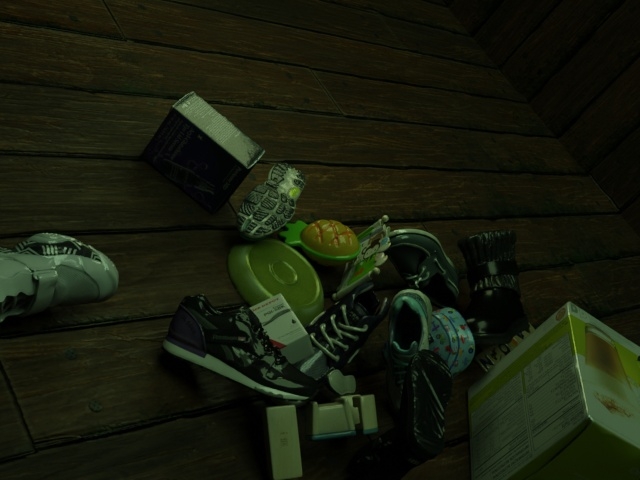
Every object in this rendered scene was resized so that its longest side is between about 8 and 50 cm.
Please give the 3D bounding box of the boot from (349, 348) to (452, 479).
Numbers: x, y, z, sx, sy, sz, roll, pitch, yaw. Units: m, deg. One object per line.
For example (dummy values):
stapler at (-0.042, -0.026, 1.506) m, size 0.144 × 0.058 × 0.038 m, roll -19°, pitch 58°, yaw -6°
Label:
boot at (0.142, 0.339, 1.635) m, size 0.094 × 0.207 × 0.246 m, roll 31°, pitch 38°, yaw -15°

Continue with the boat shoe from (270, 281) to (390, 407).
boat shoe at (0.016, 0.188, 1.732) m, size 0.127 × 0.158 × 0.340 m, roll 43°, pitch 32°, yaw 3°

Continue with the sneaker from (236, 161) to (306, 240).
sneaker at (-0.106, -0.066, 1.955) m, size 0.107 × 0.110 × 0.275 m, roll 30°, pitch 35°, yaw 5°

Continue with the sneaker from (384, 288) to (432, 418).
sneaker at (0.170, 0.239, 1.781) m, size 0.122 × 0.110 × 0.283 m, roll 12°, pitch 73°, yaw -76°

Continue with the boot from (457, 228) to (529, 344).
boot at (0.388, 0.110, 2.132) m, size 0.348 × 0.131 × 0.260 m, roll -11°, pitch 93°, yaw -62°

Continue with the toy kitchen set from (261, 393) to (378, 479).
toy kitchen set at (-0.011, 0.346, 1.589) m, size 0.207 × 0.166 × 0.122 m, roll -3°, pitch 82°, yaw -18°

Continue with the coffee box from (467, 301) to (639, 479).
coffee box at (0.542, 0.409, 1.854) m, size 0.337 × 0.338 × 0.334 m, roll 31°, pitch 34°, yaw -15°

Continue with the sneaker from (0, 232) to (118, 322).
sneaker at (-0.480, 0.095, 1.349) m, size 0.365 × 0.137 × 0.210 m, roll 12°, pitch 43°, yaw -31°

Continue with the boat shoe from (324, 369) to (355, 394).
boat shoe at (0.029, 0.266, 1.667) m, size 0.125 × 0.038 × 0.046 m, roll 21°, pitch 62°, yaw -67°

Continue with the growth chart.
growth chart at (0.097, 0.036, 1.997) m, size 0.021 × 0.172 × 0.237 m, roll 40°, pitch 33°, yaw -16°

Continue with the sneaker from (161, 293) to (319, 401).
sneaker at (-0.124, 0.181, 1.536) m, size 0.283 × 0.124 × 0.107 m, roll 22°, pitch 1°, yaw 1°

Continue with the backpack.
backpack at (0.237, 0.230, 1.902) m, size 0.117 × 0.173 × 0.158 m, roll 8°, pitch 46°, yaw -41°

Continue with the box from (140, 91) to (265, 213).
box at (-0.250, -0.187, 1.908) m, size 0.207 × 0.153 × 0.108 m, roll 38°, pitch 32°, yaw -3°

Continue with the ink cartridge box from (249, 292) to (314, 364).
ink cartridge box at (-0.086, 0.173, 1.662) m, size 0.099 × 0.056 × 0.135 m, roll -26°, pitch 40°, yaw -12°

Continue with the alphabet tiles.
alphabet tiles at (0.510, 0.308, 2.251) m, size 0.285 × 0.011 × 0.342 m, roll 49°, pitch 33°, yaw 13°

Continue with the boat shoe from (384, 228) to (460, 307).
boat shoe at (0.246, 0.069, 2.113) m, size 0.319 × 0.116 × 0.099 m, roll 38°, pitch 38°, yaw -50°

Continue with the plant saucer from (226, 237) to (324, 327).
plant saucer at (-0.084, 0.077, 1.876) m, size 0.241 × 0.037 × 0.241 m, roll 28°, pitch 35°, yaw -21°

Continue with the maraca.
maraca at (0.000, 0.000, 2.008) m, size 0.185 × 0.099 × 0.127 m, roll 15°, pitch 29°, yaw 8°
